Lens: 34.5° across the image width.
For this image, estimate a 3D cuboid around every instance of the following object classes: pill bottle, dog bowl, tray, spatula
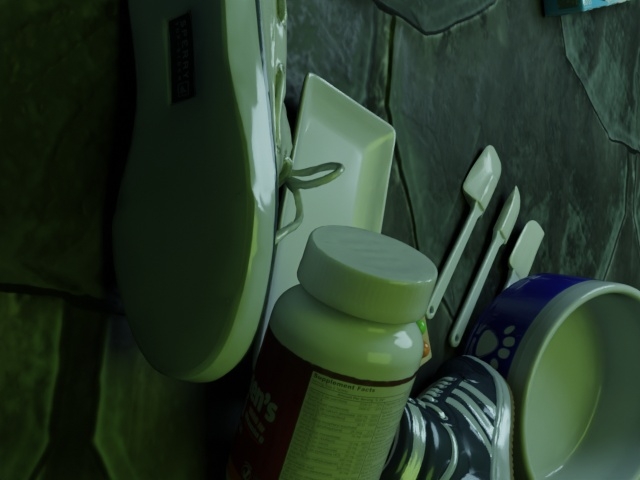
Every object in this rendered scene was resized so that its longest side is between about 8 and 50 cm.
[{"bbox_3d":[0.009,0.108,0.799,0.121,0.121,0.221,-10,122,-52],"label":"pill bottle"},{"bbox_3d":[0.278,0.172,1.167,0.265,0.104,0.264,-6,100,-37],"label":"dog bowl"},{"bbox_3d":[0.000,0.000,0.927,0.145,0.030,0.270,26,69,-50],"label":"tray"},{"bbox_3d":[0.184,0.028,1.178,0.168,0.019,0.242,55,52,-37],"label":"spatula"}]

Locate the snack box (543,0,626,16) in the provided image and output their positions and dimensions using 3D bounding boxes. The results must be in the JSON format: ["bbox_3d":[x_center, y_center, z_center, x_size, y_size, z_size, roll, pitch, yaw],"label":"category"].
[{"bbox_3d":[0.387,-0.417,1.410,0.322,0.060,0.187,-25,109,-50],"label":"snack box"}]

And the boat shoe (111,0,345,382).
[{"bbox_3d":[-0.063,-0.077,0.781,0.156,0.136,0.367,13,70,-55],"label":"boat shoe"}]

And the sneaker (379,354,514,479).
[{"bbox_3d":[0.097,0.169,0.971,0.153,0.099,0.282,35,25,-13],"label":"sneaker"}]

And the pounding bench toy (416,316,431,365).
[{"bbox_3d":[0.077,0.092,0.995,0.083,0.065,0.052,-27,110,-50],"label":"pounding bench toy"}]
